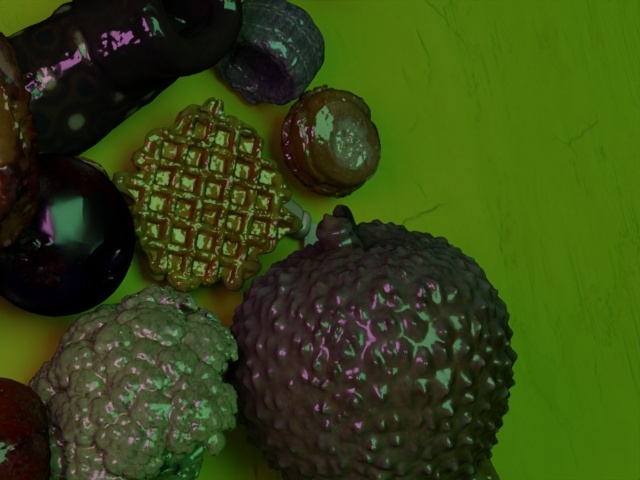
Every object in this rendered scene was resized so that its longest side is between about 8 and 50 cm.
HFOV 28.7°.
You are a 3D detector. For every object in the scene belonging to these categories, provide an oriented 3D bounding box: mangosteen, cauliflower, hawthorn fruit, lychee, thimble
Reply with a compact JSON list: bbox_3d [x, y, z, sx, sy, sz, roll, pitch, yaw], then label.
[{"bbox_3d":[-0.306,-0.016,1.485,0.194,0.194,0.230,51,19,-13],"label":"mangosteen"},{"bbox_3d":[-0.209,0.205,1.489,0.250,0.275,0.272,63,3,-52],"label":"cauliflower"},{"bbox_3d":[-0.401,0.225,1.324,0.235,0.181,0.181,13,66,-12],"label":"hawthorn fruit"},{"bbox_3d":[0.074,0.160,1.600,0.380,0.380,0.432,-32,111,-40],"label":"lychee"},{"bbox_3d":[-0.075,-0.266,1.766,0.150,0.150,0.098,41,57,-20],"label":"thimble"}]

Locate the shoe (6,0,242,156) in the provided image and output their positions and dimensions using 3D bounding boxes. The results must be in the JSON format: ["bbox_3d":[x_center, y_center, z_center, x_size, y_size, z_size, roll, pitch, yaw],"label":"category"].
[{"bbox_3d":[-0.263,-0.227,1.542,0.384,0.237,0.171,-37,99,-40],"label":"shoe"}]

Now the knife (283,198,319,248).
[{"bbox_3d":[-0.001,0.002,1.801,0.336,0.043,0.081,30,60,-29],"label":"knife"}]

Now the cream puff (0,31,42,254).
[{"bbox_3d":[-0.446,-0.103,1.282,0.350,0.228,0.350,-6,115,-13],"label":"cream puff"}]

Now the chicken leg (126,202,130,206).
[{"bbox_3d":[-0.238,-0.022,1.635,0.083,0.021,0.036,50,42,-17],"label":"chicken leg"}]

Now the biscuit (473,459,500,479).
[{"bbox_3d":[0.262,0.412,1.863,0.208,0.047,0.164,42,55,-20],"label":"biscuit"}]

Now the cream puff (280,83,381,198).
[{"bbox_3d":[0.011,-0.142,1.807,0.150,0.115,0.165,-9,98,-33],"label":"cream puff"}]

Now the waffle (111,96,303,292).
[{"bbox_3d":[-0.148,-0.052,1.649,0.238,0.059,0.243,-34,97,-31],"label":"waffle"}]
